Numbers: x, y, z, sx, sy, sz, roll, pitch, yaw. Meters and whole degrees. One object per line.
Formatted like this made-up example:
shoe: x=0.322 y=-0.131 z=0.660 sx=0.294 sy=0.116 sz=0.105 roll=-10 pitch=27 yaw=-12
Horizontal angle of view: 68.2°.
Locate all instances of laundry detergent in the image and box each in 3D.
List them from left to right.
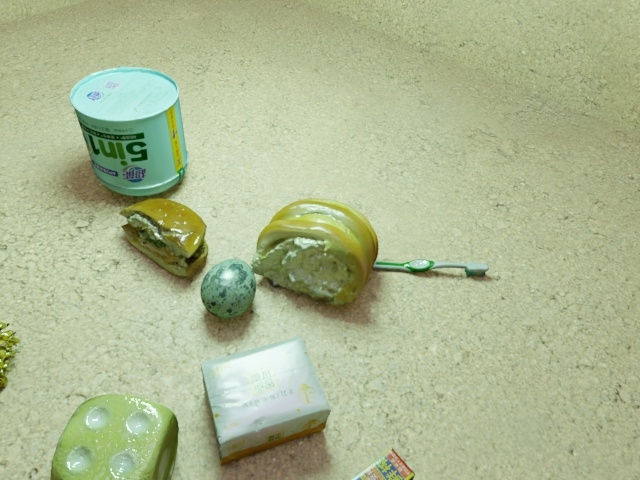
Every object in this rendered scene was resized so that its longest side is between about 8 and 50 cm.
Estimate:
laundry detergent: x=-0.547 y=-0.306 z=1.407 sx=0.287 sy=0.305 sz=0.287 roll=4 pitch=46 yaw=-4

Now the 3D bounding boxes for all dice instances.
dice: x=-0.364 y=0.392 z=0.860 sx=0.169 sy=0.169 sz=0.166 roll=9 pitch=45 yaw=0

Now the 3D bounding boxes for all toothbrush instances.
toothbrush: x=0.268 y=0.070 z=1.338 sx=0.418 sy=0.040 sz=0.042 roll=4 pitch=50 yaw=-3

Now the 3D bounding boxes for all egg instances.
egg: x=-0.224 y=0.114 z=1.170 sx=0.132 sy=0.132 sz=0.172 roll=12 pitch=35 yaw=4

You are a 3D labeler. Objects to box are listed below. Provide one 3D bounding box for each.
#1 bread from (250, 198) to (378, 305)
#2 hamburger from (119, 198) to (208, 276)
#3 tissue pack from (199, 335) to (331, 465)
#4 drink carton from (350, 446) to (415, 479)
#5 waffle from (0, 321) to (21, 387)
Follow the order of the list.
bread: x=0.000 y=0.000 z=1.244 sx=0.316 sy=0.211 sz=0.270 roll=19 pitch=47 yaw=16
hamburger: x=-0.409 y=-0.033 z=1.279 sx=0.283 sy=0.144 sz=0.156 roll=30 pitch=50 yaw=23
tissue pack: x=-0.118 y=0.327 z=0.985 sx=0.225 sy=0.124 sz=0.185 roll=-12 pitch=47 yaw=-18
drink carton: x=0.097 y=0.484 z=0.913 sx=0.166 sy=0.056 sz=0.071 roll=-25 pitch=46 yaw=-28
waffle: x=-0.755 y=0.259 z=1.008 sx=0.197 sy=0.070 sz=0.193 roll=5 pitch=46 yaw=-6
